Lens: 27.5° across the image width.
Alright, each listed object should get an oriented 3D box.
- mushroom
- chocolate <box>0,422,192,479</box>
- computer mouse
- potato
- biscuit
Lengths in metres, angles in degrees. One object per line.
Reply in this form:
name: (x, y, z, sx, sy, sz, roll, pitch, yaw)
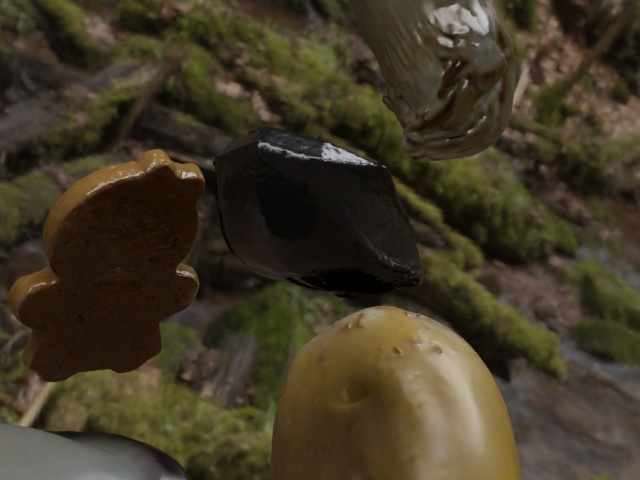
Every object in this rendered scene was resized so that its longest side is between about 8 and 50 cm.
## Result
mushroom: (0.093, -0.241, 0.931, 0.177, 0.126, 0.397, 34, 57, -30)
chocolate: (-0.114, 0.183, 0.504, 0.283, 0.284, 0.186, 26, 51, 9)
computer mouse: (0.000, 0.000, 0.684, 0.099, 0.057, 0.172, 0, -24, 25)
potato: (0.053, 0.153, 0.833, 0.146, 0.150, 0.234, 13, 58, -34)
biscuit: (-0.143, 0.022, 0.875, 0.133, 0.184, 0.027, -13, 43, -22)
